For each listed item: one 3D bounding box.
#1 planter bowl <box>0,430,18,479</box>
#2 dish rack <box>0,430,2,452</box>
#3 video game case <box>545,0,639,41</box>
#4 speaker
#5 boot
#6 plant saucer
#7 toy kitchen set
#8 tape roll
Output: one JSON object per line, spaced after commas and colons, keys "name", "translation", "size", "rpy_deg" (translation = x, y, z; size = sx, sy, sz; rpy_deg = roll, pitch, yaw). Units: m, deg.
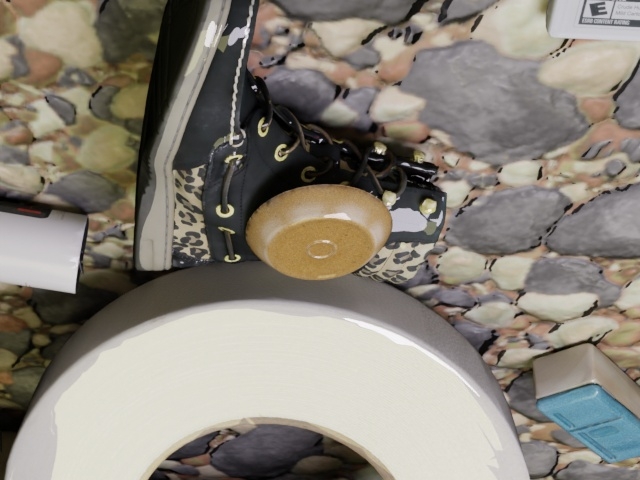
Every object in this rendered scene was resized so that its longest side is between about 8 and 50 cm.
{"name": "planter bowl", "translation": [-0.254, 0.239, 1.031], "size": [0.109, 0.162, 0.162], "rpy_deg": [-14, 149, -22]}
{"name": "dish rack", "translation": [-0.264, 0.147, 0.793], "size": [0.074, 0.271, 0.208], "rpy_deg": [-6, 139, -10]}
{"name": "video game case", "translation": [0.214, -0.159, 0.545], "size": [0.191, 0.022, 0.173], "rpy_deg": [3, 144, 2]}
{"name": "speaker", "translation": [-0.223, -0.001, 0.767], "size": [0.136, 0.055, 0.055], "rpy_deg": [10, 143, -8]}
{"name": "boot", "translation": [-0.010, -0.056, 0.659], "size": [0.179, 0.085, 0.236], "rpy_deg": [7, 144, -12]}
{"name": "plant saucer", "translation": [0.000, 0.000, 0.654], "size": [0.084, 0.015, 0.083], "rpy_deg": [-4, 144, -3]}
{"name": "toy kitchen set", "translation": [0.277, 0.152, 0.841], "size": [0.207, 0.166, 0.122], "rpy_deg": [-24, 136, 32]}
{"name": "tape roll", "translation": [-0.038, 0.200, 0.867], "size": [0.392, 0.072, 0.391], "rpy_deg": [0, 115, 0]}
